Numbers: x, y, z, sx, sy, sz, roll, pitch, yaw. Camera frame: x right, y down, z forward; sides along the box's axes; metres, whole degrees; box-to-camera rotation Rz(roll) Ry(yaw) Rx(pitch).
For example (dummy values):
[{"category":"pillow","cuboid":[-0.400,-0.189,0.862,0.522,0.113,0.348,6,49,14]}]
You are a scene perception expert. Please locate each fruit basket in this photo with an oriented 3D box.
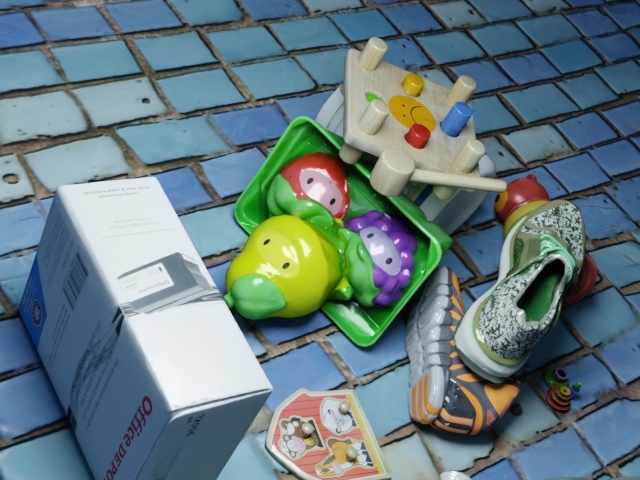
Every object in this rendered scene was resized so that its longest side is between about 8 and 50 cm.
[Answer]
[{"category":"fruit basket","cuboid":[0.000,0.000,1.966,0.392,0.283,0.392,29,26,-16]}]

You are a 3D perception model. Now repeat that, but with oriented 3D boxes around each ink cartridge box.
[{"category":"ink cartridge box","cuboid":[-0.263,0.151,1.629,0.166,0.285,0.395,-9,54,-36]}]

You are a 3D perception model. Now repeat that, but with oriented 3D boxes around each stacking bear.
[{"category":"stacking bear","cuboid":[0.429,-0.015,2.282,0.164,0.175,0.289,9,38,-19]}]

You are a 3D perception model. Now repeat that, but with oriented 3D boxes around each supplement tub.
[{"category":"supplement tub","cuboid":[0.158,-0.164,2.217,0.316,0.228,0.228,46,44,18]}]

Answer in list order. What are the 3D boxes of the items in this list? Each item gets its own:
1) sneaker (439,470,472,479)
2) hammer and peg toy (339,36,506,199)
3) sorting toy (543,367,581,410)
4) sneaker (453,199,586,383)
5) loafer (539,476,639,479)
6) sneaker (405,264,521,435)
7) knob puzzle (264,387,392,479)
[{"category":"sneaker","cuboid":[0.258,0.421,1.830,0.152,0.054,0.061,18,51,-4]},{"category":"hammer and peg toy","cuboid":[0.160,-0.170,1.947,0.266,0.127,0.361,19,41,-17]},{"category":"sorting toy","cuboid":[0.443,0.265,2.088,0.061,0.042,0.102,21,42,-9]},{"category":"sneaker","cuboid":[0.390,0.063,1.963,0.158,0.182,0.410,39,53,-5]},{"category":"loafer","cuboid":[0.474,0.441,1.911,0.267,0.096,0.084,4,67,-17]},{"category":"sneaker","cuboid":[0.250,0.202,2.004,0.180,0.124,0.321,19,53,-17]},{"category":"knob puzzle","cuboid":[0.003,0.310,1.810,0.213,0.030,0.213,15,43,-15]}]
